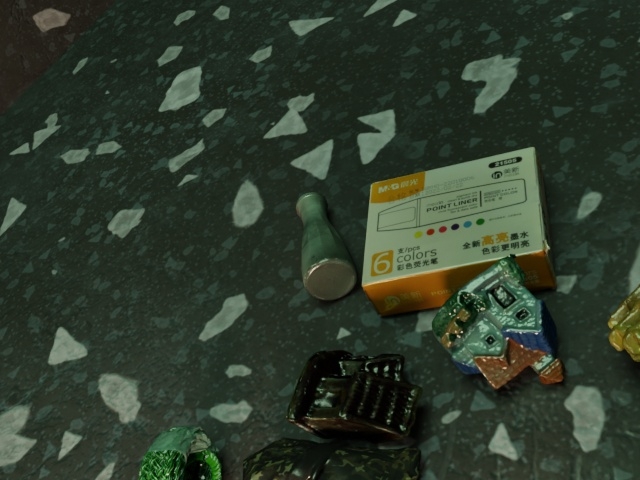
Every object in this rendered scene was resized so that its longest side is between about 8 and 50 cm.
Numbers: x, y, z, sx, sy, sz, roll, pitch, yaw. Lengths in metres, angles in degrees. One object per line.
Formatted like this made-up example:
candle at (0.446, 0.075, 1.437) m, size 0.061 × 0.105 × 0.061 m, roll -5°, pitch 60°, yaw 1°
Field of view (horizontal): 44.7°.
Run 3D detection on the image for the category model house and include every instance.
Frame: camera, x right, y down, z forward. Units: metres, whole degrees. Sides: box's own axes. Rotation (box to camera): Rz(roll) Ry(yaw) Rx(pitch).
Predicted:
model house at (0.060, 0.199, 1.035) m, size 0.152 × 0.106 × 0.165 m, roll -4°, pitch 44°, yaw 28°
model house at (0.242, 0.126, 0.995) m, size 0.148 × 0.119 × 0.148 m, roll -37°, pitch 49°, yaw -3°

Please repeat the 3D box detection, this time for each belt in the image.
belt at (-0.181, 0.324, 1.062) m, size 0.079 × 0.121 × 0.151 m, roll -20°, pitch 38°, yaw 19°

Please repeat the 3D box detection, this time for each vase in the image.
vase at (0.000, 0.000, 1.290) m, size 0.086 × 0.086 × 0.214 m, roll -26°, pitch 37°, yaw 9°

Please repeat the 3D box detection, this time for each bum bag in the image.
bum bag at (0.005, 0.301, 1.003) m, size 0.248 × 0.069 × 0.102 m, roll -7°, pitch 10°, yaw 29°

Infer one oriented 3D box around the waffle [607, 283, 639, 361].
waffle at (0.444, 0.043, 0.894) m, size 0.249 × 0.056 × 0.253 m, roll -42°, pitch -1°, yaw -36°

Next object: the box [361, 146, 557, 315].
box at (0.202, -0.011, 1.159) m, size 0.274 × 0.091 × 0.220 m, roll -14°, pitch 44°, yaw 21°
